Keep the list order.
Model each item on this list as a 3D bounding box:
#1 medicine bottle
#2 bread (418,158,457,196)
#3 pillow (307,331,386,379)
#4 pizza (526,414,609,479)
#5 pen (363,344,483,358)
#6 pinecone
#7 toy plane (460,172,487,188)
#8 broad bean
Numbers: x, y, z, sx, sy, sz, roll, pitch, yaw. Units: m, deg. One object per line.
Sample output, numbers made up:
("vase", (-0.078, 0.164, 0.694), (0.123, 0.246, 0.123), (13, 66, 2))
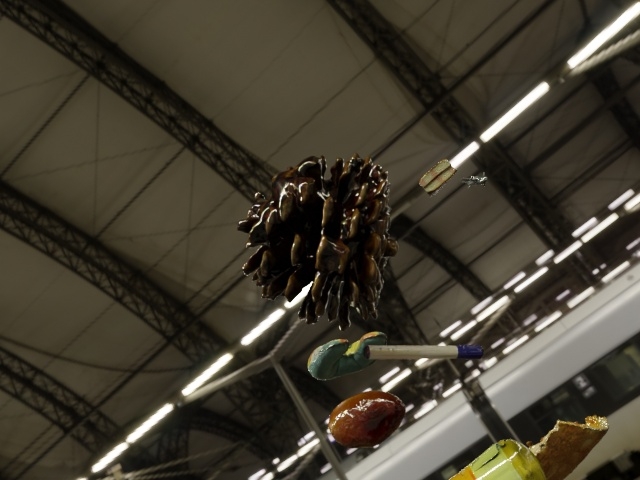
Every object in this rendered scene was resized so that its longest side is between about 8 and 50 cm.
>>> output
("medicine bottle", (0.300, 0.468, 1.216), (0.239, 0.124, 0.124), (-39, -24, 5))
("bread", (0.234, -0.122, 1.384), (0.062, 0.043, 0.109), (-32, -12, -32))
("pillow", (0.076, 0.315, 1.819), (0.234, 0.086, 0.214), (-6, -28, -27))
("pizza", (0.472, 0.442, 1.346), (0.271, 0.056, 0.134), (-45, -63, 2))
("pen", (0.223, 0.240, 1.417), (0.269, 0.033, 0.033), (2, -35, -16))
("pinecone", (0.000, 0.000, 1.462), (0.398, 0.397, 0.397), (-28, -24, -13))
("toy plane", (0.419, -0.161, 1.769), (0.079, 0.031, 0.083), (11, -16, -24))
("broad bean", (0.097, 0.380, 1.400), (0.165, 0.114, 0.084), (-23, -39, -24))
